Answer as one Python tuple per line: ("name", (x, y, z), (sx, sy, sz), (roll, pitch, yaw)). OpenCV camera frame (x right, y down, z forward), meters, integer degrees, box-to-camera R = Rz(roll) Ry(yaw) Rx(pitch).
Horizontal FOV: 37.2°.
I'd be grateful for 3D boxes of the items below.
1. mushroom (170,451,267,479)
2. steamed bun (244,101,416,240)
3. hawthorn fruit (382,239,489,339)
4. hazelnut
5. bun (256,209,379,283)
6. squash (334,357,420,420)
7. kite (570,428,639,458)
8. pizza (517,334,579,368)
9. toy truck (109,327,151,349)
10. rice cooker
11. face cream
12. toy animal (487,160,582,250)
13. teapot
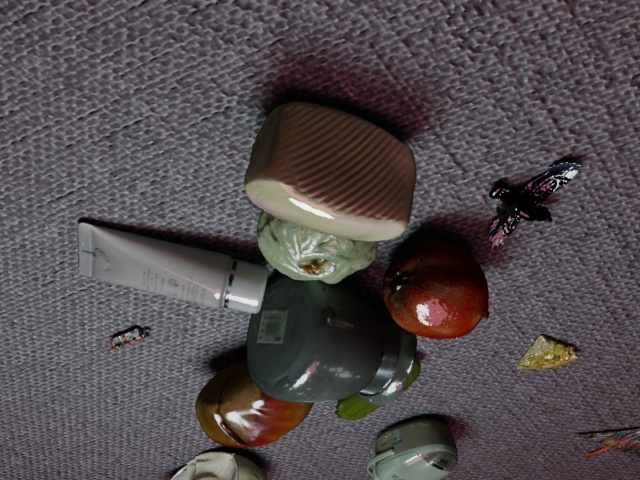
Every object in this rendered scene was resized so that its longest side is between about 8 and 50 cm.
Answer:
("mushroom", (-0.218, 0.604, 2.170), (0.253, 0.195, 0.189), (-28, 139, 34))
("steamed bun", (0.009, -0.085, 1.333), (0.238, 0.170, 0.152), (20, 156, -21))
("hawthorn fruit", (0.200, 0.084, 1.560), (0.188, 0.169, 0.169), (17, 138, -27))
("hazelnut", (-0.118, 0.311, 1.809), (0.212, 0.181, 0.181), (-18, 123, 35))
("bun", (0.000, 0.000, 1.473), (0.195, 0.118, 0.195), (-4, 142, -3))
("squash", (0.106, 0.303, 1.900), (0.069, 0.069, 0.258), (23, 135, -28))
("kite", (0.677, 0.459, 2.170), (0.232, 0.009, 0.189), (25, 136, -28))
("pizza", (0.433, 0.219, 1.842), (0.122, 0.026, 0.109), (-15, 138, 17))
("toy truck", (-0.352, 0.181, 1.761), (0.083, 0.024, 0.032), (-22, 160, 27))
("rice cooker", (0.201, 0.467, 2.069), (0.206, 0.127, 0.145), (-28, 134, 34))
("face cream", (-0.244, 0.051, 1.559), (0.314, 0.089, 0.143), (12, 142, -4))
("toy animal", (0.315, -0.053, 1.475), (0.107, 0.062, 0.220), (0, 145, -32))
("teapot", (0.017, 0.203, 1.660), (0.285, 0.224, 0.305), (17, 136, -33))
